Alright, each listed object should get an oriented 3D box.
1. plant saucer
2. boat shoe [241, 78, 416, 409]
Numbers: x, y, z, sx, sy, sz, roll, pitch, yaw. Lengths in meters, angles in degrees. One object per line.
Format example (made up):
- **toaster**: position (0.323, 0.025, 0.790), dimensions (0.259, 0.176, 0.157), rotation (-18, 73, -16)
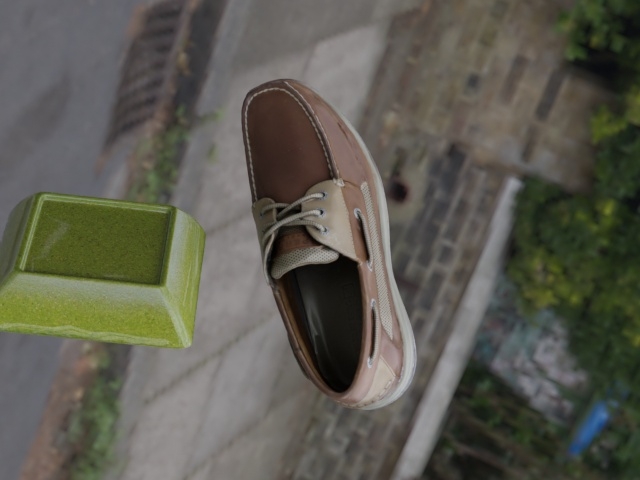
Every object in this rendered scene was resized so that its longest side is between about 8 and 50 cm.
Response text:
- **plant saucer**: position (-0.201, 0.015, 1.430), dimensions (0.188, 0.188, 0.045), rotation (-89, -173, -56)
- **boat shoe**: position (0.000, 0.000, 1.461), dimensions (0.123, 0.324, 0.116), rotation (-24, 172, 20)
